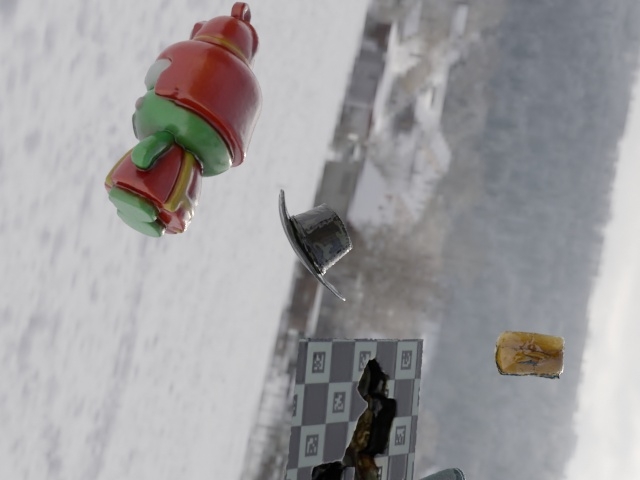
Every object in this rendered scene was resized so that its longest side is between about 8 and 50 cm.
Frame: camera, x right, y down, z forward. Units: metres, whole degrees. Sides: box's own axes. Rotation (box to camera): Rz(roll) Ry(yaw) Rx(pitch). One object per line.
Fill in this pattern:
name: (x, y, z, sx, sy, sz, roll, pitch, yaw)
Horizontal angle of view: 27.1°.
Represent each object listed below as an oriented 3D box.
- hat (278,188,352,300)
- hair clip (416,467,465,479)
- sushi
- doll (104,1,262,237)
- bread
hat: (0.000, 0.000, 1.205, 0.121, 0.050, 0.121, 59, -2, 3)
hair clip: (0.045, 0.241, 1.146, 0.229, 0.070, 0.039, -37, -111, 51)
sushi: (0.033, 0.321, 2.103, 0.359, 0.064, 0.343, 5, 89, -55)
doll: (-0.164, -0.176, 1.795, 0.182, 0.160, 0.363, 70, 35, -60)
bread: (0.317, 0.175, 2.022, 0.053, 0.106, 0.072, -78, 172, -69)
